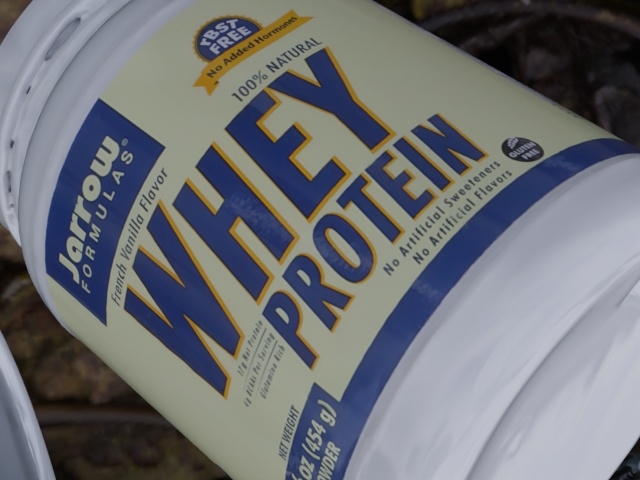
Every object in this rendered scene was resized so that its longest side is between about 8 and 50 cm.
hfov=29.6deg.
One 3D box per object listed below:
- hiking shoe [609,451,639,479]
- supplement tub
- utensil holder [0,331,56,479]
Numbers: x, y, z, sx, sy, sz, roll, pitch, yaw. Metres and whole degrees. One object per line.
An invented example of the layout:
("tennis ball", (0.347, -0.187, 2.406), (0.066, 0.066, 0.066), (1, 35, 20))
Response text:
("hiking shoe", (0.290, 0.285, 0.892), (0.132, 0.304, 0.113), (19, 127, -13))
("supplement tub", (0.000, 0.000, 0.608), (0.235, 0.325, 0.235), (-34, 144, -30))
("utensil holder", (-0.452, 0.251, 1.081), (0.385, 0.327, 0.327), (-17, 139, -7))
